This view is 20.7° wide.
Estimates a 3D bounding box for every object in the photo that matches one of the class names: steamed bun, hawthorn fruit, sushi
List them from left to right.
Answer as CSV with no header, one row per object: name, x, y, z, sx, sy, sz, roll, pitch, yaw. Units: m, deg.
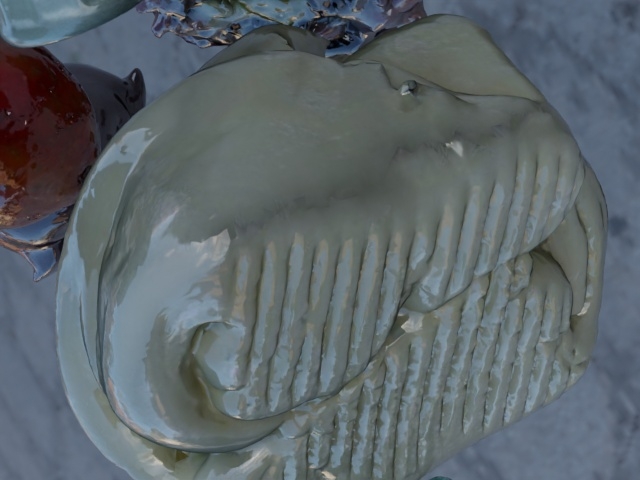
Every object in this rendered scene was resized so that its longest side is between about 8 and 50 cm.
hawthorn fruit,-0.256,-0.089,1.414,0.235,0.181,0.181,19,150,-4
sushi,-0.036,-0.254,1.408,0.236,0.270,0.170,72,-160,-68
steamed bun,0.000,0.000,1.138,0.255,0.368,0.342,55,153,38

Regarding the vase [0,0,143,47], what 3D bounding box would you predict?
vase,-0.200,-0.271,1.051,0.143,0.143,0.298,17,135,57

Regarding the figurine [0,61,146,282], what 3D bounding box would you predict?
figurine,-0.196,-0.025,1.795,0.365,0.206,0.218,37,127,-1

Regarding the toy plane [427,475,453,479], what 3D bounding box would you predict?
toy plane,0.057,0.346,1.181,0.155,0.106,0.381,7,92,30
